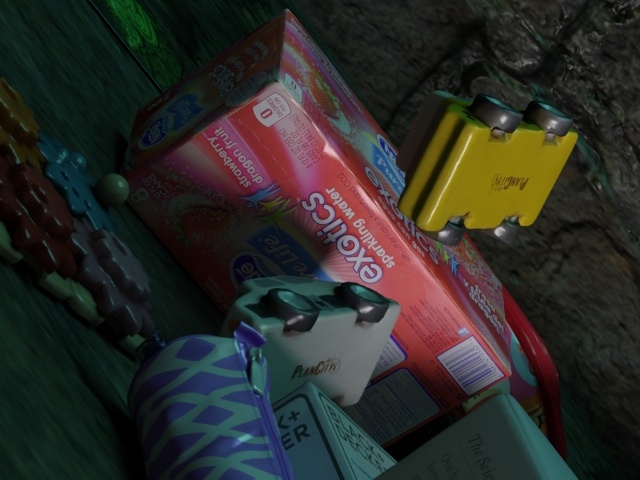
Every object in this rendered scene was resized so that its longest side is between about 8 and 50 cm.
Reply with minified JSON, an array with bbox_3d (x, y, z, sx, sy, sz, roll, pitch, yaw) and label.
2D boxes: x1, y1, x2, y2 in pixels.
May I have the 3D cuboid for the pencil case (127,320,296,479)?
[{"bbox_3d":[-0.040,0.134,0.958,0.086,0.088,0.206,44,15,-41],"label":"pencil case"}]

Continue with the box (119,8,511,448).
[{"bbox_3d":[0.000,0.000,1.396,0.300,0.154,0.142,50,19,-22],"label":"box"}]

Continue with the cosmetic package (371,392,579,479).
[{"bbox_3d":[0.034,0.213,0.626,0.138,0.225,0.224,49,11,-32],"label":"cosmetic package"}]

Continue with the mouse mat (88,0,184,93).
[{"bbox_3d":[-0.176,-0.203,1.728,0.152,0.007,0.189,52,9,-19],"label":"mouse mat"}]

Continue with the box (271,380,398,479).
[{"bbox_3d":[0.042,0.235,1.017,0.169,0.087,0.290,46,12,-43],"label":"box"}]

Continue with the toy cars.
[{"bbox_3d":[0.034,0.002,1.236,0.087,0.394,0.176,32,-33,25],"label":"toy cars"}]

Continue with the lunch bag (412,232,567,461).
[{"bbox_3d":[0.103,0.070,1.639,0.293,0.120,0.258,57,-8,33],"label":"lunch bag"}]

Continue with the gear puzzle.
[{"bbox_3d":[-0.197,-0.071,1.024,0.339,0.044,0.175,44,14,-49],"label":"gear puzzle"}]
